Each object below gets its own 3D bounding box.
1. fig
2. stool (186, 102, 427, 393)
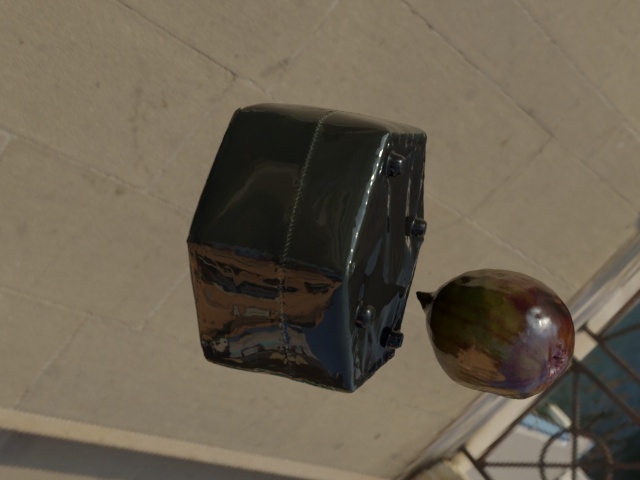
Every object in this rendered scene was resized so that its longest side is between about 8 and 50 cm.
[{"bbox_3d":[0.128,0.067,0.737,0.103,0.155,0.109,-58,138,-9],"label":"fig"},{"bbox_3d":[0.000,0.000,0.732,0.232,0.141,0.232,10,90,-71],"label":"stool"}]
